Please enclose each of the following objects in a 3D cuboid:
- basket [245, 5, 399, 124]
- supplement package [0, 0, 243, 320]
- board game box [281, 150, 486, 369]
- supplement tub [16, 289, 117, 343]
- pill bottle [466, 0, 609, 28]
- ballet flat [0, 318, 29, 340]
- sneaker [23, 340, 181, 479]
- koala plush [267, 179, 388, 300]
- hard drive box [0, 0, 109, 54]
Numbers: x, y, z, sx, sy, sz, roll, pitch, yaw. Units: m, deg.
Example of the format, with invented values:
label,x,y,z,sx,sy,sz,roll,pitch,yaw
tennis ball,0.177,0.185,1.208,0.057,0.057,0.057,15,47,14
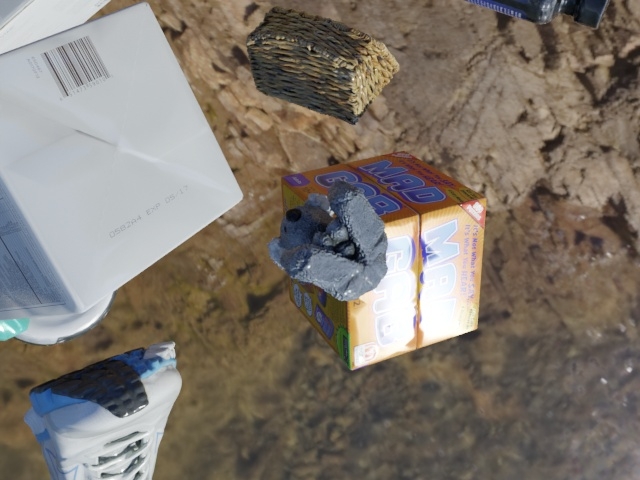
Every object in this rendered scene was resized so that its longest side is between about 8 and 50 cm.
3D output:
label,x,y,z,sx,sy,sz,roll,pitch,yaw
basket,0.007,-0.445,1.722,0.223,0.299,0.213,-54,153,-28
supplement package,-0.257,-0.061,0.686,0.199,0.262,0.198,-41,113,-43
board game box,0.143,0.030,1.815,0.356,0.356,0.357,-15,120,-22
supplement tub,-0.466,0.076,1.275,0.207,0.338,0.207,4,80,-22
pill bottle,0.218,-0.313,0.824,0.219,0.123,0.123,24,103,14
ballet flat,-0.511,0.052,1.025,0.247,0.087,0.083,41,65,-10
sneaker,-0.105,0.107,0.383,0.071,0.190,0.083,-15,77,-26
koala plush,0.000,0.000,1.389,0.203,0.221,0.196,42,78,-39
hard drive box,-0.354,-0.310,0.920,0.181,0.232,0.089,-38,101,7
